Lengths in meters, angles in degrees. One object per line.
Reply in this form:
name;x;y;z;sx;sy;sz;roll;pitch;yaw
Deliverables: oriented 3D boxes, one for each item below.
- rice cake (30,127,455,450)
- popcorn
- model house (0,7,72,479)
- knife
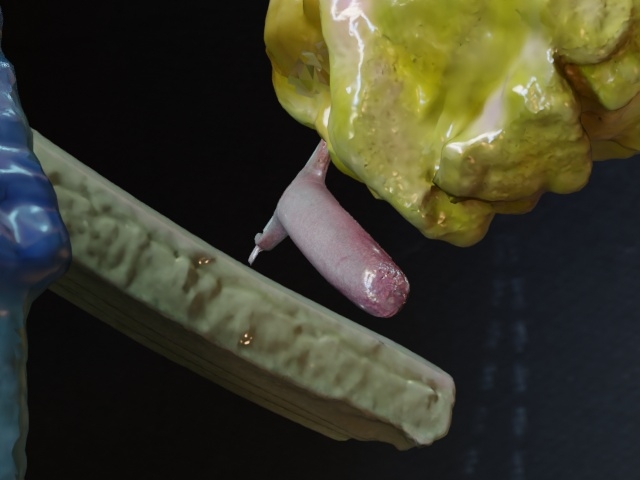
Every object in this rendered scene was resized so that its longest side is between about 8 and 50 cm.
rice cake;-0.061;0.017;0.762;0.237;0.127;0.043;31;80;-14
popcorn;0.050;-0.069;0.562;0.126;0.145;0.126;-16;107;-19
model house;-0.214;0.013;0.612;0.251;0.295;0.329;-5;90;-31
knife;-0.002;-0.001;1.433;0.053;0.278;0.123;25;100;-20
